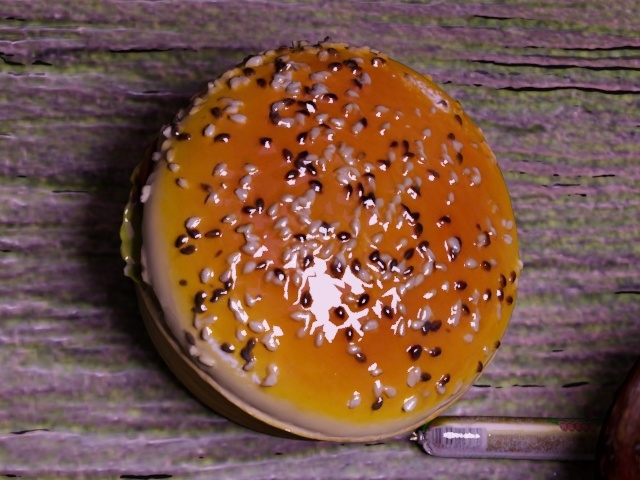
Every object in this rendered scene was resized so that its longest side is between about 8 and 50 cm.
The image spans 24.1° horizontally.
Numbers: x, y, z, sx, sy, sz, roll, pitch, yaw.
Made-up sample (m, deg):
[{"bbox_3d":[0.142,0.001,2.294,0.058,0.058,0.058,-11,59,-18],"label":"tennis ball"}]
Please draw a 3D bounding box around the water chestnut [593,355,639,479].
[{"bbox_3d":[0.349,0.159,0.982,0.335,0.347,0.335,-1,76,6],"label":"water chestnut"}]

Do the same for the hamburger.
[{"bbox_3d":[0.000,0.000,1.059,0.300,0.176,0.300,7,65,-15],"label":"hamburger"}]

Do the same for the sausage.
[{"bbox_3d":[0.195,0.149,1.126,0.269,0.033,0.033,3,66,-15],"label":"sausage"}]
